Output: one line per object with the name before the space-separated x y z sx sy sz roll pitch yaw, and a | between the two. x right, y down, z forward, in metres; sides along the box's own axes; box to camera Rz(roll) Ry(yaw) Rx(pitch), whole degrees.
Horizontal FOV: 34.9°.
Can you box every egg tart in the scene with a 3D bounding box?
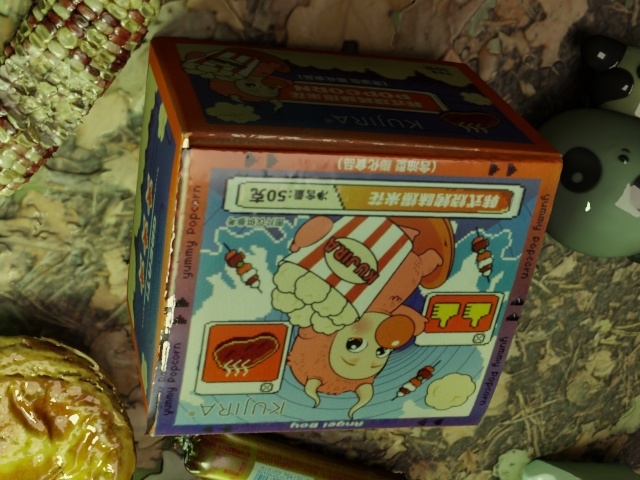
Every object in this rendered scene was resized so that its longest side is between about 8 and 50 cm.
egg tart | -0.348 0.223 1.096 0.297 0.132 0.297 -8 109 -24

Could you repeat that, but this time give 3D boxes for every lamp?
lamp | 0.342 -0.101 1.180 0.197 0.197 0.244 13 97 -31

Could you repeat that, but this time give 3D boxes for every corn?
corn | -0.245 -0.150 0.919 0.098 0.098 0.290 31 104 -36

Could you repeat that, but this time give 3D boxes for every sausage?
sausage | -0.034 0.303 1.316 0.371 0.082 0.082 23 108 -34

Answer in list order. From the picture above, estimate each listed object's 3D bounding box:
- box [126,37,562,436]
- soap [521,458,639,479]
box | 0.000 0.000 1.004 0.348 0.257 0.319 3 120 -18
soap | 0.387 0.516 1.555 0.208 0.115 0.347 9 95 -26
